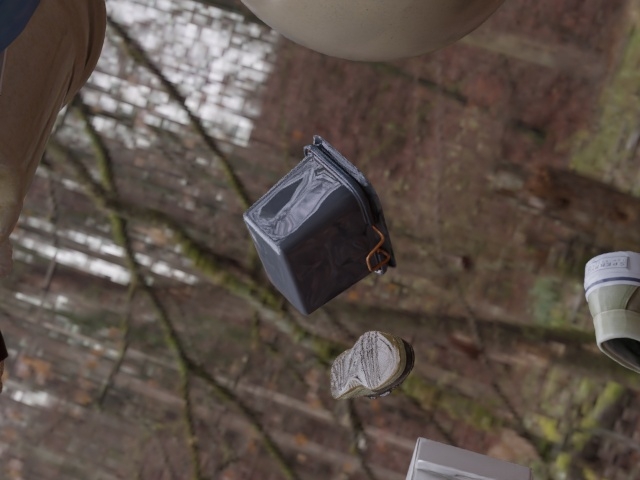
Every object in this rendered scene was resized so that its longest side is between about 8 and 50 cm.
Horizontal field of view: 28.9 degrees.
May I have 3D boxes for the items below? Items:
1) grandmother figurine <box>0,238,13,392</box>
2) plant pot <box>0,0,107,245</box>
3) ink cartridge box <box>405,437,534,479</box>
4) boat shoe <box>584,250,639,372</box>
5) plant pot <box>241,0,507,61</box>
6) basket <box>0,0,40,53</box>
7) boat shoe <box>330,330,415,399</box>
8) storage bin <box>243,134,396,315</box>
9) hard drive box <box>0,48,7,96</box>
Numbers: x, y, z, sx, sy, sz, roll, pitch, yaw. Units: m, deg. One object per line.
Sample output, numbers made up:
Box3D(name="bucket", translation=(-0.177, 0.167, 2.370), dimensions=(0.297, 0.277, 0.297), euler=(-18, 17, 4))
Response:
Box3D(name="grandmother figurine", translation=(-0.476, 0.126, 1.508), dimensions=(0.342, 0.207, 0.104), euler=(-62, 22, -4))
Box3D(name="plant pot", translation=(-0.387, -0.143, 1.211), dimensions=(0.306, 0.333, 0.334), euler=(-95, 9, -46))
Box3D(name="ink cartridge box", translation=(0.098, 0.219, 0.897), dimensions=(0.090, 0.092, 0.143), euler=(-67, -9, -67))
Box3D(name="boat shoe", translation=(0.359, 0.113, 1.249), dimensions=(0.109, 0.302, 0.094), euler=(-18, 52, 45))
Box3D(name="plant pot", translation=(0.062, -0.281, 0.866), dimensions=(0.191, 0.284, 0.284), euler=(175, 116, -74))
Box3D(name="basket", translation=(-0.245, -0.087, 0.376), dimensions=(0.254, 0.289, 0.201), euler=(-41, -20, -1))
Box3D(name="boat shoe", translation=(0.055, 0.116, 1.150), dimensions=(0.152, 0.049, 0.056), euler=(149, 122, -65))
Box3D(name="storage bin", translation=(0.000, 0.000, 1.020), dimensions=(0.091, 0.098, 0.135), euler=(-39, -32, -12))
Box3D(name="hard drive box", translation=(-0.335, -0.233, 0.980), dimensions=(0.089, 0.181, 0.232), euler=(32, -118, -65))
